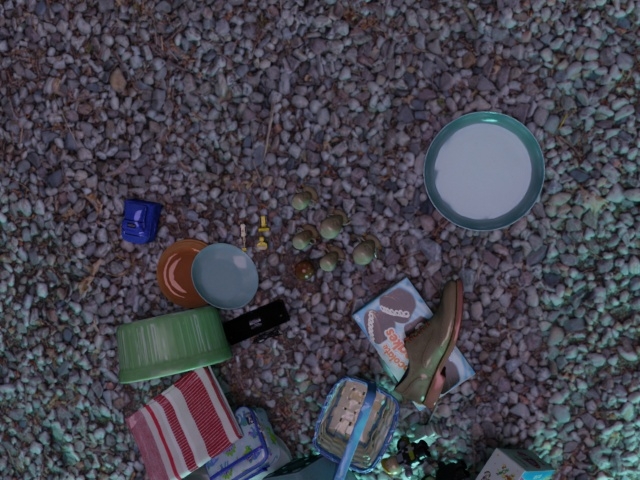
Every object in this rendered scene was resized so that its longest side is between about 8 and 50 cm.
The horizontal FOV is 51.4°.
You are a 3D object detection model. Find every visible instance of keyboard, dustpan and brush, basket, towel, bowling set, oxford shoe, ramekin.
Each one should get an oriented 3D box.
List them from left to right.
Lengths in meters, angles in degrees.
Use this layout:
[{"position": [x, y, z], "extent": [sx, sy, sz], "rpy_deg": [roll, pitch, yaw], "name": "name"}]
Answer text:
[{"position": [-0.397, 0.273, 1.780], "extent": [0.303, 0.303, 0.148], "rpy_deg": [-13, 85, 7], "name": "ramekin"}, {"position": [-0.388, 0.523, 1.855], "extent": [0.329, 0.037, 0.237], "rpy_deg": [-37, 71, 18], "name": "towel"}, {"position": [-0.176, 0.246, 1.889], "extent": [0.192, 0.038, 0.100], "rpy_deg": [-23, 68, 8], "name": "keyboard"}, {"position": [-0.167, 0.577, 1.898], "extent": [0.147, 0.060, 0.211], "rpy_deg": [-14, 99, -4], "name": "dustpan and brush"}, {"position": [0.000, 0.000, 1.811], "extent": [0.287, 0.154, 0.200], "rpy_deg": [44, 115, 0], "name": "bowling set"}, {"position": [0.095, 0.478, 1.740], "extent": [0.201, 0.289, 0.255], "rpy_deg": [23, 97, 8], "name": "basket"}, {"position": [0.285, 0.258, 1.733], "extent": [0.130, 0.123, 0.349], "rpy_deg": [16, 92, 8], "name": "oxford shoe"}]

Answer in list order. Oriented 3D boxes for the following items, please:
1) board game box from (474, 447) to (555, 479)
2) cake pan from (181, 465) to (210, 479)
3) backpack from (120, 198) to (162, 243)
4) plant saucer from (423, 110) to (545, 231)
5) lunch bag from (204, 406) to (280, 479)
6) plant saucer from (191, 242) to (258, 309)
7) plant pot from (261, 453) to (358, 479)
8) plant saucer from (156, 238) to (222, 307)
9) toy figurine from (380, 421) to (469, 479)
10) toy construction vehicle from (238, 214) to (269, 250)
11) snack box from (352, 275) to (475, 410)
[{"position": [0.463, 0.697, 1.750], "extent": [0.097, 0.224, 0.304], "rpy_deg": [35, 99, 41], "name": "board game box"}, {"position": [-0.336, 0.786, 1.925], "extent": [0.293, 0.054, 0.294], "rpy_deg": [0, 93, 6], "name": "cake pan"}, {"position": [-0.512, -0.050, 1.864], "extent": [0.097, 0.101, 0.120], "rpy_deg": [12, 99, 12], "name": "backpack"}, {"position": [0.435, -0.184, 1.785], "extent": [0.317, 0.044, 0.318], "rpy_deg": [0, 93, 5], "name": "plant saucer"}, {"position": [-0.225, 0.574, 1.836], "extent": [0.219, 0.090, 0.176], "rpy_deg": [-35, 61, 20], "name": "lunch bag"}, {"position": [-0.268, 0.103, 1.841], "extent": [0.194, 0.037, 0.195], "rpy_deg": [12, 62, -24], "name": "plant saucer"}, {"position": [-0.027, 0.715, 1.766], "extent": [0.247, 0.247, 0.252], "rpy_deg": [-26, 82, 37], "name": "plant pot"}, {"position": [-0.372, 0.095, 1.890], "extent": [0.199, 0.037, 0.200], "rpy_deg": [0, 94, 6], "name": "plant saucer"}, {"position": [0.276, 0.614, 1.775], "extent": [0.148, 0.213, 0.210], "rpy_deg": [-37, 86, 23], "name": "toy figurine"}, {"position": [-0.185, -0.021, 1.868], "extent": [0.085, 0.035, 0.098], "rpy_deg": [-6, 96, -5], "name": "toy construction vehicle"}, {"position": [0.254, 0.281, 1.825], "extent": [0.187, 0.060, 0.322], "rpy_deg": [-36, 90, 6], "name": "snack box"}]
